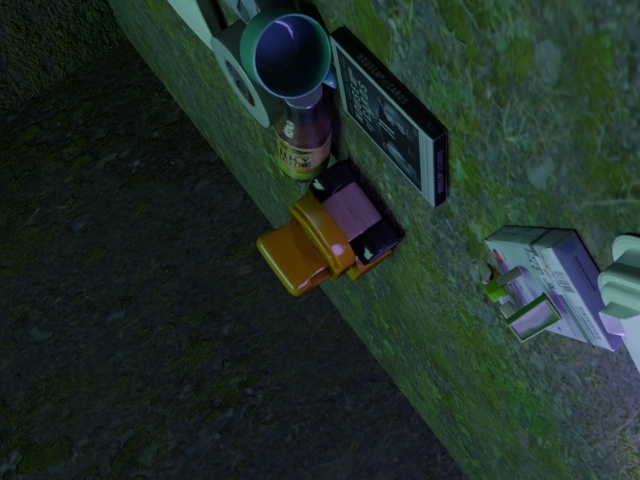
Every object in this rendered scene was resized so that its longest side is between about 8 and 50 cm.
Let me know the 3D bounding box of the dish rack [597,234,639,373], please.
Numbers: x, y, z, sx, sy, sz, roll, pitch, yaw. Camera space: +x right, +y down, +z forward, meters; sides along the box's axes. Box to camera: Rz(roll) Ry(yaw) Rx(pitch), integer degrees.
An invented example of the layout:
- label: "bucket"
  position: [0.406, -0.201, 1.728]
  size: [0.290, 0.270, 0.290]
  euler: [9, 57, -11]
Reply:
- label: "dish rack"
  position: [0.384, 0.147, 0.730]
  size: [0.285, 0.072, 0.333]
  euler: [59, 170, -18]

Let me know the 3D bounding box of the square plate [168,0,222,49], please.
- label: "square plate"
  position: [-0.332, -0.613, 1.830]
  size: [0.344, 0.049, 0.347]
  euler: [51, 170, 31]

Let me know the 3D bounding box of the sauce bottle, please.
- label: "sauce bottle"
  position: [-0.034, -0.208, 1.521]
  size: [0.111, 0.111, 0.344]
  euler: [53, 171, 13]

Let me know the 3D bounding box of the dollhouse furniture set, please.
- label: "dollhouse furniture set"
  position: [0.250, 0.066, 1.044]
  size: [0.076, 0.058, 0.152]
  euler: [51, -167, -17]

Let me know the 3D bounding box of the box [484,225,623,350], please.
- label: "box"
  position: [0.286, 0.053, 1.006]
  size: [0.145, 0.038, 0.186]
  euler: [57, 170, -8]

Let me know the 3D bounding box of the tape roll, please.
- label: "tape roll"
  position: [-0.140, -0.346, 1.714]
  size: [0.219, 0.072, 0.219]
  euler: [54, 171, 13]

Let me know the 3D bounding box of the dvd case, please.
- label: "dvd case"
  position: [0.100, -0.177, 1.188]
  size: [0.239, 0.029, 0.179]
  euler: [50, 169, 27]

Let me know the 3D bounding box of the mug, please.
- label: "mug"
  position: [-0.054, -0.285, 1.282]
  size: [0.097, 0.129, 0.158]
  euler: [44, 166, 55]

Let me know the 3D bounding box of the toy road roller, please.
- label: "toy road roller"
  position: [0.000, 0.000, 1.674]
  size: [0.202, 0.240, 0.329]
  euler: [55, 171, 7]

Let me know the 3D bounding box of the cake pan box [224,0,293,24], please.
- label: "cake pan box"
  position: [-0.148, -0.472, 1.308]
  size: [0.246, 0.070, 0.267]
  euler: [48, 169, 32]
